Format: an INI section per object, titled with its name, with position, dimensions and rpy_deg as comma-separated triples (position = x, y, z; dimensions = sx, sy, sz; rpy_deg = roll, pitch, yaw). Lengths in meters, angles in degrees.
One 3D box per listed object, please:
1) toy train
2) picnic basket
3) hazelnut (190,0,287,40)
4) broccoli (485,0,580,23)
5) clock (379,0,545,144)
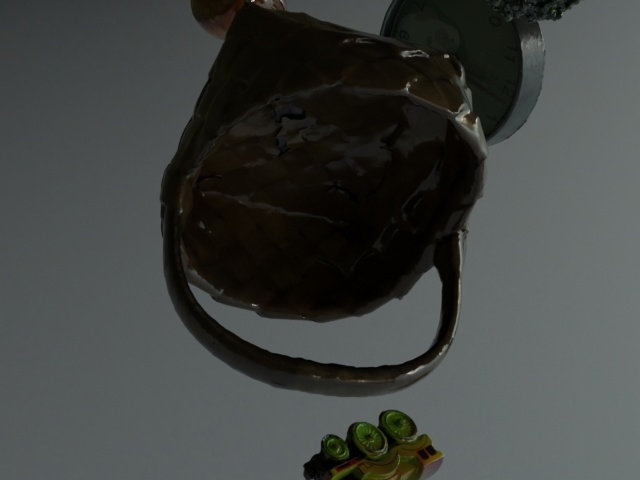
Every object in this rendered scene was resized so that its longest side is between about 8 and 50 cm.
[toy train]
position = 0.102, 0.436, 1.733
dimensions = 0.296, 0.101, 0.160
rpy_deg = -12, -130, -43
[picnic basket]
position = 0.000, 0.000, 0.796
dimensions = 0.292, 0.338, 0.337
rpy_deg = 11, -163, -16
[hazelnut]
position = -0.130, -0.393, 1.467
dimensions = 0.150, 0.150, 0.150
rpy_deg = -10, -158, 4
[broccoli]
position = 0.313, -0.448, 1.201
dimensions = 0.164, 0.304, 0.145
rpy_deg = 5, 168, 43
[clock]
position = 0.232, -0.309, 1.522
dimensions = 0.318, 0.319, 0.066
rpy_deg = 11, -156, 44
